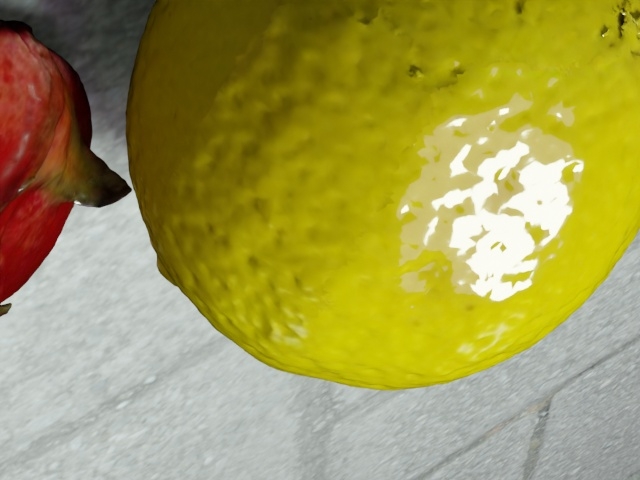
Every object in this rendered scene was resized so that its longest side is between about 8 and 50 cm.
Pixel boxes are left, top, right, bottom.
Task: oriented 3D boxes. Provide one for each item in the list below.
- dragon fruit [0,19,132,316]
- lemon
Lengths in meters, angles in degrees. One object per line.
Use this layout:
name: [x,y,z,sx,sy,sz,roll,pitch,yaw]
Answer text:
dragon fruit: [-0.231,0.015,0.995,0.343,0.100,0.282,-44,167,24]
lemon: [0.047,-0.077,0.977,0.336,0.336,0.336,-30,155,-16]
